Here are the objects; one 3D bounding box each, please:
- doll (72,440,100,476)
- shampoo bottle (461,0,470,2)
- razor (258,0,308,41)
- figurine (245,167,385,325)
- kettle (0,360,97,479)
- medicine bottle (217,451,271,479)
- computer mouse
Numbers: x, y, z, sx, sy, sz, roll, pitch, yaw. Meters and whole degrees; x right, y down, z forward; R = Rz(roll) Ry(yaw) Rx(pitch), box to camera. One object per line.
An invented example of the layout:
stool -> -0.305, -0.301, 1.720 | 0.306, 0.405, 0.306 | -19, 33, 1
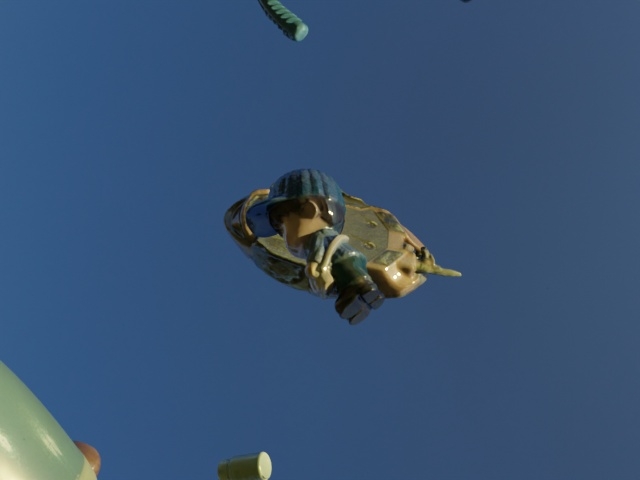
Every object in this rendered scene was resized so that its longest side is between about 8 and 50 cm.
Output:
doll -> -0.382, 0.370, 0.978 | 0.145, 0.188, 0.096 | -36, -66, 21
shampoo bottle -> -0.004, -0.307, 0.490 | 0.360, 0.134, 0.078 | 33, -62, -21
razor -> -0.107, -0.400, 1.085 | 0.042, 0.082, 0.253 | -49, -112, 18
figurine -> 0.000, 0.000, 0.606 | 0.087, 0.086, 0.149 | -42, -120, 7
kettle -> -0.454, 0.223, 0.702 | 0.247, 0.319, 0.342 | -17, -70, 36
medicine bottle -> -0.128, 0.387, 1.164 | 0.083, 0.047, 0.047 | -15, -98, 20
computer mouse -> 0.032, 0.017, 1.117 | 0.389, 0.199, 0.114 | 15, -44, -1
